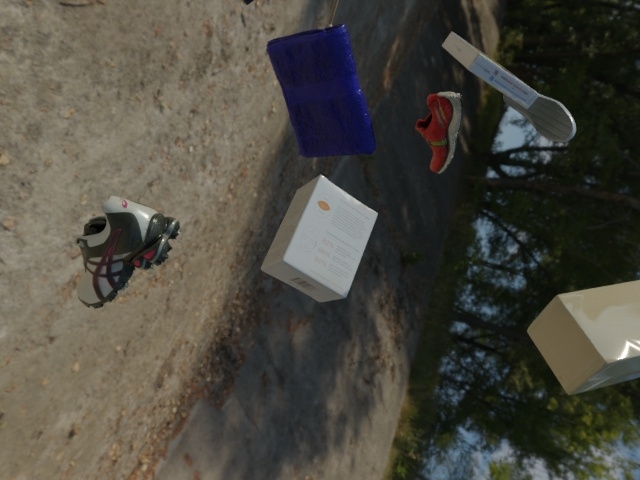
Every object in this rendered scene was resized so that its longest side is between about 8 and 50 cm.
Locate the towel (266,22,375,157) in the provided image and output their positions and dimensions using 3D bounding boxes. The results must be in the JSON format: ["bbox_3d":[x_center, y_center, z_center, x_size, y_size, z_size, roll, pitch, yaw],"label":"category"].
[{"bbox_3d":[-0.003,-0.339,1.210,0.076,0.228,0.308,-46,128,-38],"label":"towel"}]

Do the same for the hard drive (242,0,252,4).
[{"bbox_3d":[-0.169,-0.495,0.917,0.022,0.135,0.094,-35,-151,6],"label":"hard drive"}]

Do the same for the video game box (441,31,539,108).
[{"bbox_3d":[0.397,-0.405,1.198,0.048,0.187,0.205,-52,-155,26],"label":"video game box"}]

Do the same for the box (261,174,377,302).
[{"bbox_3d":[0.000,0.000,0.867,0.091,0.130,0.170,-23,-141,58],"label":"box"}]

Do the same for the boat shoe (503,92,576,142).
[{"bbox_3d":[0.560,-0.322,1.266,0.076,0.226,0.083,2,134,-38],"label":"boat shoe"}]

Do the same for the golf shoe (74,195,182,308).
[{"bbox_3d":[-0.341,0.016,0.823,0.273,0.120,0.105,-34,-148,34],"label":"golf shoe"}]

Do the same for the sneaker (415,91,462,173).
[{"bbox_3d":[0.329,-0.308,1.441,0.279,0.119,0.107,85,14,-52],"label":"sneaker"}]

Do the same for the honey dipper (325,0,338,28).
[{"bbox_3d":[0.039,-0.589,1.228,0.030,0.031,0.160,-59,172,-53],"label":"honey dipper"}]

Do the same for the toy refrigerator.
[{"bbox_3d":[0.429,0.121,0.684,0.094,0.270,0.102,104,-28,-46],"label":"toy refrigerator"}]
